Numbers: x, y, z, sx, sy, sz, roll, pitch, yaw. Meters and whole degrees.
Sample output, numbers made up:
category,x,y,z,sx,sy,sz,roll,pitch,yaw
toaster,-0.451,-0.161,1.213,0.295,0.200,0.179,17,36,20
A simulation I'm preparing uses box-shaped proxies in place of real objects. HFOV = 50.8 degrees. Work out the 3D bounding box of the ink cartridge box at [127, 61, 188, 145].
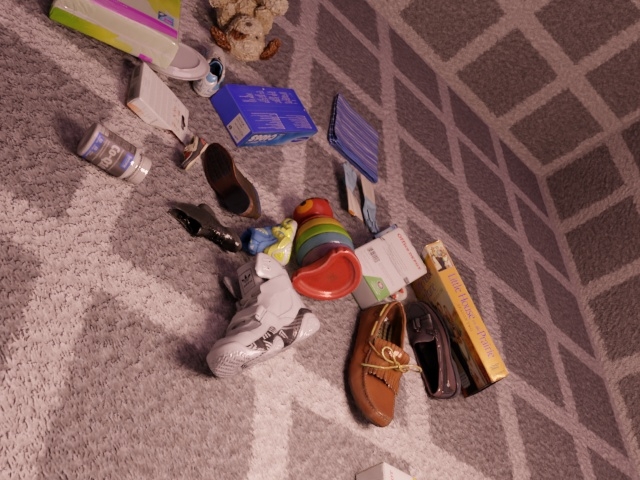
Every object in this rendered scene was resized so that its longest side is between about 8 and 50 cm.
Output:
category,x,y,z,sx,sy,sz,roll,pitch,yaw
ink cartridge box,-0.397,-0.329,1.662,0.179,0.045,0.145,51,24,-44

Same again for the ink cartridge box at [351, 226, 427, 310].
category,x,y,z,sx,sy,sz,roll,pitch,yaw
ink cartridge box,0.175,0.078,1.926,0.219,0.092,0.160,-25,81,-38

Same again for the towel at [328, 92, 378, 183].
category,x,y,z,sx,sy,sz,roll,pitch,yaw
towel,0.131,-0.373,2.430,0.243,0.040,0.336,40,33,-25

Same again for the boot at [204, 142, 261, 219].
category,x,y,z,sx,sy,sz,roll,pitch,yaw
boot,-0.221,-0.142,1.700,0.219,0.082,0.106,63,9,21

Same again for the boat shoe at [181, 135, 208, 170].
category,x,y,z,sx,sy,sz,roll,pitch,yaw
boat shoe,-0.313,-0.214,1.640,0.043,0.049,0.137,41,30,-16

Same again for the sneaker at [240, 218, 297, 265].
category,x,y,z,sx,sy,sz,roll,pitch,yaw
sneaker,-0.128,-0.013,1.660,0.126,0.091,0.240,16,12,-5

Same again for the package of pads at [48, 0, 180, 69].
category,x,y,z,sx,sy,sz,roll,pitch,yaw
package of pads,-0.491,-0.575,1.652,0.296,0.101,0.229,20,43,-30

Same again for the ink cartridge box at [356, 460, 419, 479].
category,x,y,z,sx,sy,sz,roll,pitch,yaw
ink cartridge box,0.179,0.604,1.483,0.212,0.093,0.154,37,34,-30

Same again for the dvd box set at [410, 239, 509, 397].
category,x,y,z,sx,sy,sz,roll,pitch,yaw
dvd box set,0.394,0.240,1.993,0.308,0.062,0.421,98,-30,-69

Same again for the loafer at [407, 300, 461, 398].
category,x,y,z,sx,sy,sz,roll,pitch,yaw
loafer,0.317,0.312,1.956,0.095,0.109,0.303,7,56,-45

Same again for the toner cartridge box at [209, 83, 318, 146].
category,x,y,z,sx,sy,sz,roll,pitch,yaw
toner cartridge box,-0.157,-0.366,1.982,0.347,0.075,0.165,-16,74,-58

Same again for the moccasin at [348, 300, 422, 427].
category,x,y,z,sx,sy,sz,roll,pitch,yaw
moccasin,0.166,0.301,1.706,0.139,0.147,0.380,45,32,-16

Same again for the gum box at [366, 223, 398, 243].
category,x,y,z,sx,sy,sz,roll,pitch,yaw
gum box,0.238,0.038,2.171,0.157,0.041,0.184,57,31,4

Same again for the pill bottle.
category,x,y,z,sx,sy,sz,roll,pitch,yaw
pill bottle,-0.429,-0.178,1.411,0.137,0.078,0.078,33,37,-32

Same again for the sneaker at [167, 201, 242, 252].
category,x,y,z,sx,sy,sz,roll,pitch,yaw
sneaker,-0.259,-0.025,1.531,0.170,0.051,0.089,48,31,-3

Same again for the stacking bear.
category,x,y,z,sx,sy,sz,roll,pitch,yaw
stacking bear,0.000,0.000,1.772,0.164,0.175,0.289,45,20,-44

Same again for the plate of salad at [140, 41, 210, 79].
category,x,y,z,sx,sy,sz,roll,pitch,yaw
plate of salad,-0.390,-0.471,1.769,0.199,0.048,0.200,18,39,-15

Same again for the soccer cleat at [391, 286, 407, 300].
category,x,y,z,sx,sy,sz,roll,pitch,yaw
soccer cleat,0.199,0.097,2.047,0.196,0.068,0.076,60,12,11

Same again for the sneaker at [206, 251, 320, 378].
category,x,y,z,sx,sy,sz,roll,pitch,yaw
sneaker,-0.150,0.152,1.430,0.210,0.137,0.366,60,25,9

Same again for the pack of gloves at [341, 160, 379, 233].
category,x,y,z,sx,sy,sz,roll,pitch,yaw
pack of gloves,0.119,-0.134,2.194,0.195,0.046,0.232,41,34,-44

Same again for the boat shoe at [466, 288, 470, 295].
category,x,y,z,sx,sy,sz,roll,pitch,yaw
boat shoe,0.432,0.190,2.261,0.089,0.109,0.258,52,13,8

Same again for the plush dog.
category,x,y,z,sx,sy,sz,roll,pitch,yaw
plush dog,-0.241,-0.658,2.094,0.262,0.210,0.226,5,67,-19

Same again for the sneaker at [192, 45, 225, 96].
category,x,y,z,sx,sy,sz,roll,pitch,yaw
sneaker,-0.298,-0.486,1.894,0.085,0.086,0.237,37,34,-26
